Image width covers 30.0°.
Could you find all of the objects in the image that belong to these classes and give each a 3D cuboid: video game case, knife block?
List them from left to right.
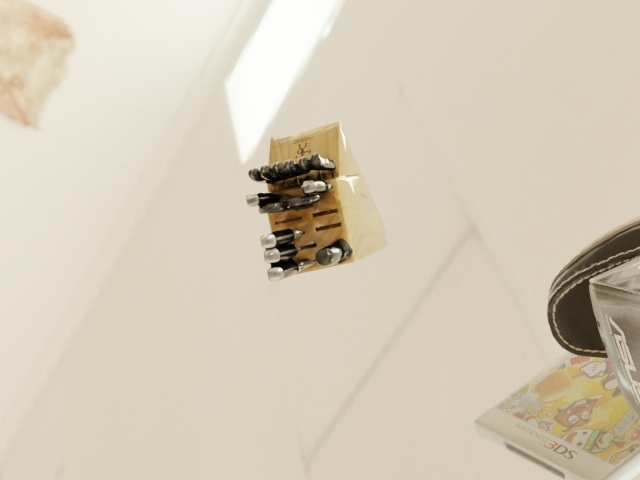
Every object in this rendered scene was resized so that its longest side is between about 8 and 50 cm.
[{"bbox_3d":[0.000,0.000,1.331,0.088,0.276,0.242,-11,-133,14],"label":"knife block"},{"bbox_3d":[0.307,0.167,1.263,0.227,0.026,0.206,-32,-156,-20],"label":"video game case"}]

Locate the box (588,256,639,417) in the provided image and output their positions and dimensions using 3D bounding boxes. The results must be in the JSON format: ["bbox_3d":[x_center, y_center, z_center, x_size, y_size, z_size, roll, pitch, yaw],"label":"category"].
[{"bbox_3d":[0.226,0.004,0.355,0.183,0.231,0.056,-163,-128,-74],"label":"box"}]

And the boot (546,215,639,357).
[{"bbox_3d":[0.332,0.069,1.008,0.377,0.138,0.284,-12,-166,33],"label":"boot"}]
